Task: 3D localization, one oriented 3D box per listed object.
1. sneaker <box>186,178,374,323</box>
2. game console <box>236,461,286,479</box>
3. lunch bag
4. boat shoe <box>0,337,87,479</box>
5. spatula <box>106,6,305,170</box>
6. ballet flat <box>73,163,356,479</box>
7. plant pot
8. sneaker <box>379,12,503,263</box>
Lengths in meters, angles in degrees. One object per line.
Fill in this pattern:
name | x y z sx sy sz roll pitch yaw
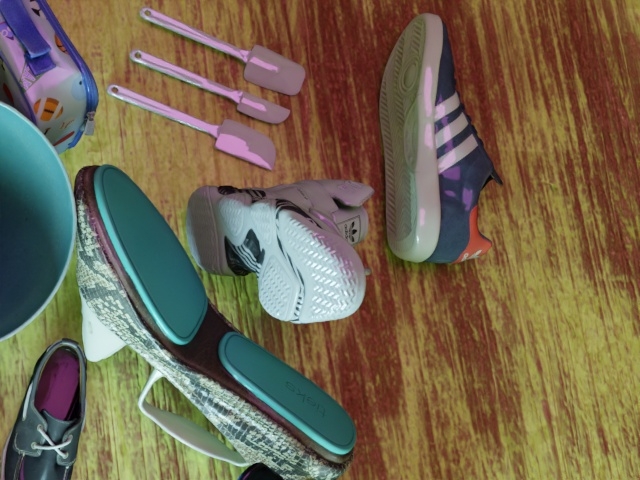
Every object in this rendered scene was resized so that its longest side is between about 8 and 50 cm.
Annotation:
sneaker | 0.000 0.000 1.827 0.210 0.366 0.137 -7 106 -30
game console | -0.070 0.428 1.696 0.250 0.173 0.293 37 83 -5
lunch bag | -0.376 -0.236 1.809 0.115 0.243 0.303 -30 83 -25
boat shoe | -0.321 0.228 1.766 0.084 0.079 0.233 16 69 -16
spatula | -0.150 -0.210 2.009 0.242 0.019 0.168 22 72 -11
ballet flat | -0.167 0.135 1.788 0.483 0.182 0.164 48 25 -13
plant pot | -0.442 -0.020 1.711 0.290 0.195 0.290 0 89 -23
sneaker | 0.171 -0.133 2.046 0.148 0.131 0.350 8 75 -24
